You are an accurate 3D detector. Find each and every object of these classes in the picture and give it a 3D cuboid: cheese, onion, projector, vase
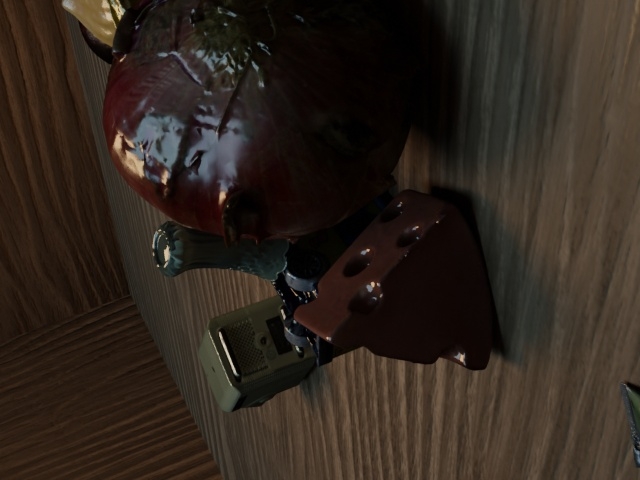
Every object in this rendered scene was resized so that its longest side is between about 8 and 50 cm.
[{"bbox_3d":[0.109,0.077,1.111,0.177,0.203,0.128,45,169,-23],"label":"cheese"},{"bbox_3d":[-0.067,-0.154,1.062,0.354,0.353,0.354,55,157,37],"label":"onion"},{"bbox_3d":[-0.123,0.215,1.878,0.242,0.177,0.163,119,130,-65],"label":"projector"},{"bbox_3d":[-0.118,0.010,1.147,0.081,0.148,0.081,2,92,53],"label":"vase"}]

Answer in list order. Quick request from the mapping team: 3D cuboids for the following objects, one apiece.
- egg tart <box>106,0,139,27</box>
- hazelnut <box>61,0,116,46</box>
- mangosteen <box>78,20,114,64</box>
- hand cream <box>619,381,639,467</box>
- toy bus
[{"bbox_3d":[-0.150,-0.323,1.281,0.345,0.132,0.345,33,-129,-56],"label":"egg tart"},{"bbox_3d":[-0.307,-0.433,1.617,0.261,0.241,0.261,159,90,-78],"label":"hazelnut"},{"bbox_3d":[-0.347,-0.418,1.834,0.210,0.209,0.210,55,157,37],"label":"mangosteen"},{"bbox_3d":[0.309,0.187,0.804,0.235,0.055,0.086,-149,44,-73],"label":"hand cream"},{"bbox_3d":[0.000,0.000,1.288,0.288,0.175,0.138,56,157,36],"label":"toy bus"}]
